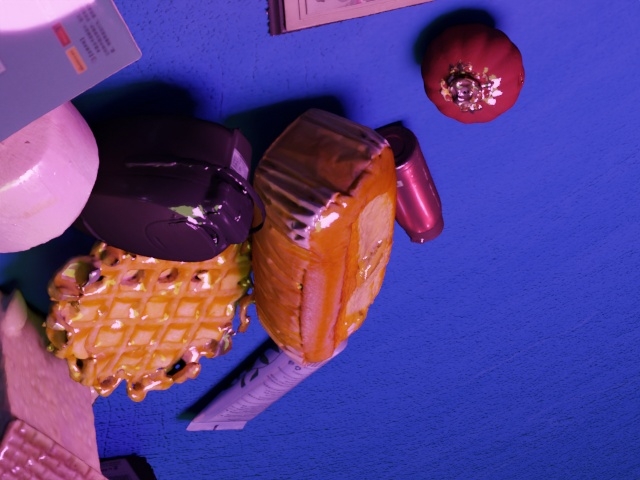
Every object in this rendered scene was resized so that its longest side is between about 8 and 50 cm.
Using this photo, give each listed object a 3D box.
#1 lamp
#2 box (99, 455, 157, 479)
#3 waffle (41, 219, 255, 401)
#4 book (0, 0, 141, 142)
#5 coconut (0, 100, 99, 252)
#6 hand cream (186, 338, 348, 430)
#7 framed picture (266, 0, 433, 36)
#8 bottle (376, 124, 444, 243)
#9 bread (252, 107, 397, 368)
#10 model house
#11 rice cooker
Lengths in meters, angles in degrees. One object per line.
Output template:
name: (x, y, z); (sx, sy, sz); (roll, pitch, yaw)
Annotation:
lamp: (0.146, -0.161, 1.669); (0.101, 0.090, 0.101); (6, 120, 10)
box: (-0.354, 0.334, 2.047); (0.350, 0.211, 0.058); (-6, 108, -18)
waffle: (-0.164, 0.059, 1.818); (0.262, 0.060, 0.280); (-33, 142, -1)
book: (-0.345, -0.136, 1.342); (0.379, 0.031, 0.264); (-32, 138, -7)
coconut: (-0.292, -0.080, 1.526); (0.171, 0.170, 0.183); (-27, 143, 15)
hand cream: (-0.054, 0.159, 2.064); (0.091, 0.058, 0.271); (1, 147, -43)
framed picture: (0.043, -0.263, 1.549); (0.199, 0.010, 0.195); (-13, 145, -6)
bottle: (0.094, -0.055, 1.824); (0.060, 0.060, 0.164); (-21, 146, 5)
bread: (0.000, 0.000, 1.757); (0.152, 0.119, 0.288); (-47, 158, -29)
model house: (-0.380, 0.253, 1.870); (0.321, 0.266, 0.261); (-28, 140, 15)
rice cooker: (-0.150, -0.050, 1.633); (0.203, 0.118, 0.142); (2, 152, 21)
